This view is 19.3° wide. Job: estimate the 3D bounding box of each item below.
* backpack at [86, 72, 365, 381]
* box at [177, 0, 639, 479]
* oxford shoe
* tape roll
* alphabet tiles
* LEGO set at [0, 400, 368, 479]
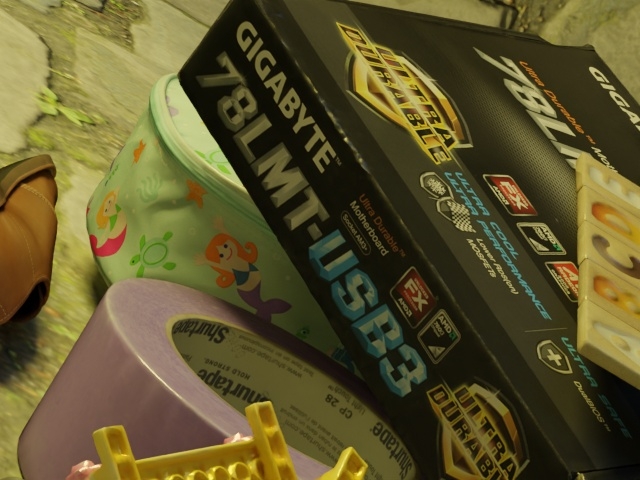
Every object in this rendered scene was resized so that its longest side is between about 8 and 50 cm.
[{"bbox_3d":[0.000,0.000,1.078,0.253,0.191,0.225,21,21,-19],"label":"backpack"},{"bbox_3d":[0.113,0.010,0.919,0.293,0.073,0.295,1,47,-46],"label":"box"},{"bbox_3d":[-0.165,0.004,0.952,0.076,0.076,0.212,61,6,-8],"label":"oxford shoe"},{"bbox_3d":[-0.031,0.101,0.823,0.189,0.080,0.189,31,12,-7],"label":"tape roll"},{"bbox_3d":[0.202,0.042,0.867,0.198,0.009,0.237,31,26,-7],"label":"alphabet tiles"},{"bbox_3d":[-0.037,0.142,0.684,0.287,0.107,0.132,27,47,-43],"label":"LEGO set"}]
